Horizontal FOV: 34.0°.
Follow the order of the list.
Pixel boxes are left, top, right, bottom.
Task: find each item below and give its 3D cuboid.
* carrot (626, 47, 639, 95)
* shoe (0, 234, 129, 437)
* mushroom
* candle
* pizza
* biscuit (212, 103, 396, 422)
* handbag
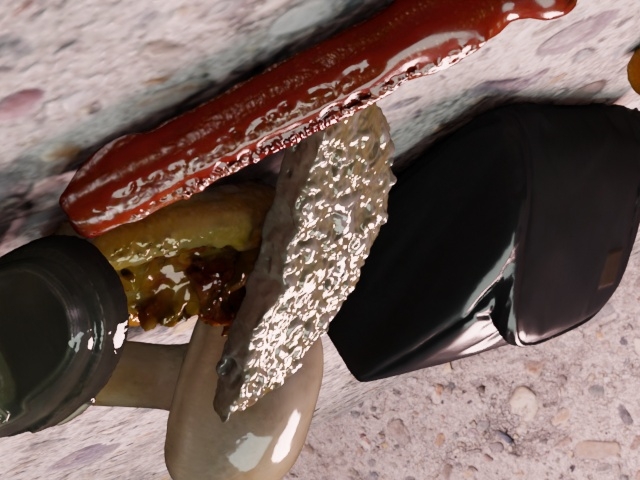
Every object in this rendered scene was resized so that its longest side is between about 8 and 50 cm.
[{"bbox_3d":[0.320,-0.153,0.894,0.139,0.048,0.048,-17,164,-38],"label":"carrot"},{"bbox_3d":[-0.249,0.090,0.622,0.293,0.109,0.149,-29,172,37],"label":"shoe"},{"bbox_3d":[-0.107,0.126,0.938,0.215,0.207,0.207,8,164,1],"label":"mushroom"},{"bbox_3d":[0.004,-0.088,0.571,0.329,0.048,0.051,-26,125,3],"label":"candle"},{"bbox_3d":[-0.073,0.021,0.752,0.161,0.085,0.305,-32,164,27],"label":"pizza"},{"bbox_3d":[0.001,0.002,0.706,0.133,0.032,0.249,-18,133,-52],"label":"biscuit"},{"bbox_3d":[0.176,0.007,0.945,0.275,0.177,0.302,-35,163,35],"label":"handbag"}]
